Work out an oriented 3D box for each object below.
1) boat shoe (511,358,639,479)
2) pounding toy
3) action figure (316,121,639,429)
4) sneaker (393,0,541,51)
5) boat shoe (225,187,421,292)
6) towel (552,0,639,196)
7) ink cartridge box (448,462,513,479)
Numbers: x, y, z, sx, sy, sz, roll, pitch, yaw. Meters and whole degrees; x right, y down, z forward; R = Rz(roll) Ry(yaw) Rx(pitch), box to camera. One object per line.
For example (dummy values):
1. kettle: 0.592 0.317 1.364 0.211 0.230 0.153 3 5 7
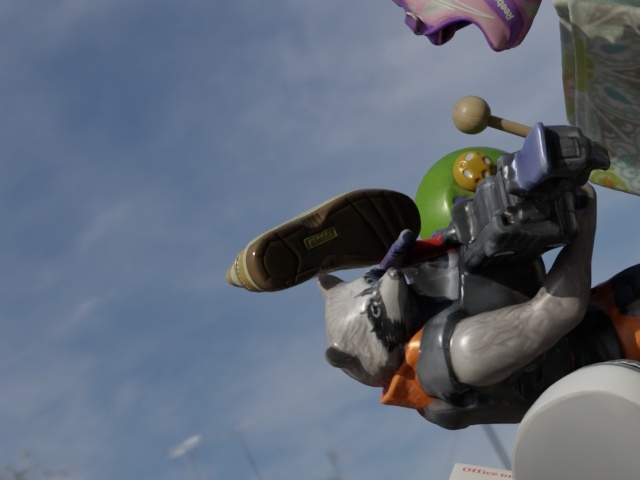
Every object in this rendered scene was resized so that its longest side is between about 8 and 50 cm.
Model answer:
1. boat shoe: 0.091 0.073 0.515 0.040 0.049 0.142 -59 -12 -31
2. pounding toy: 0.227 -0.076 1.943 0.110 0.183 0.237 103 -173 -70
3. action figure: 0.160 0.054 0.928 0.330 0.179 0.341 2 -15 3
4. sneaker: 0.087 -0.224 1.278 0.095 0.236 0.105 -26 -48 -60
5. boat shoe: 0.000 0.000 1.294 0.190 0.068 0.072 -14 -3 -36
6. towel: 0.402 -0.143 1.413 0.090 0.374 0.320 -62 -27 -28
7. ink cartridge box: 0.159 0.278 1.413 0.092 0.090 0.143 8 21 14
